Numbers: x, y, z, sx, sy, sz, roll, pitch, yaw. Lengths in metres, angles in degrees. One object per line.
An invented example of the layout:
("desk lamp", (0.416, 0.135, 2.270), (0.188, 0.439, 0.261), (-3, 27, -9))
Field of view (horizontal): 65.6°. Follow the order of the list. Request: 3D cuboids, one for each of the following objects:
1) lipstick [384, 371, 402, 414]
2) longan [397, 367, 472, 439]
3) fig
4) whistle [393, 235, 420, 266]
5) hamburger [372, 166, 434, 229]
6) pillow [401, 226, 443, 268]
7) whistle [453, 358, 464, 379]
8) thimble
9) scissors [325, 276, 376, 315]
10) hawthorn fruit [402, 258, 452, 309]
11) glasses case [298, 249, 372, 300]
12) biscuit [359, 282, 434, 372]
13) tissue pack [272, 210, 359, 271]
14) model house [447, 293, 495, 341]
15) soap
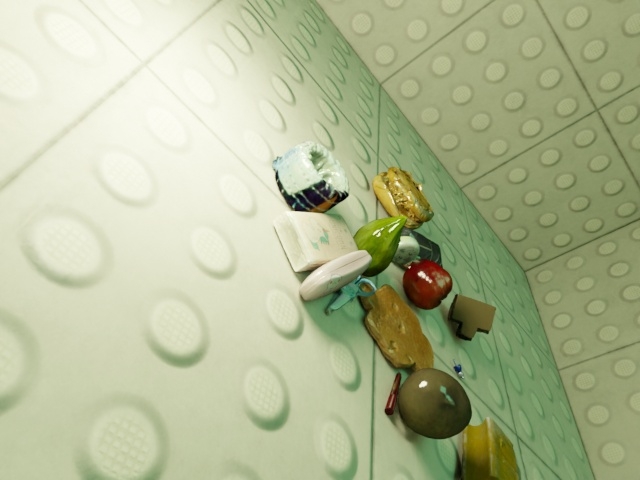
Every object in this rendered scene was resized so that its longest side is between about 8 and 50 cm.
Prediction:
("lipstick", (0.215, 0.443, 1.448), (0.027, 0.027, 0.176), (55, 26, -7))
("longan", (0.318, 0.462, 1.412), (0.220, 0.197, 0.196), (34, 35, -27))
("fig", (0.181, 0.005, 1.660), (0.167, 0.233, 0.167), (11, 22, -5))
("whistle", (0.342, 0.061, 1.960), (0.258, 0.126, 0.067), (51, 24, -43))
("hamburger", (0.370, -0.184, 2.186), (0.319, 0.158, 0.318), (38, 30, -26))
("pillow", (0.429, 0.043, 2.137), (0.335, 0.093, 0.161), (25, 44, -45))
("whistle", (0.532, 0.496, 1.916), (0.033, 0.029, 0.083), (133, -67, -80))
("thimble", (-0.029, -0.196, 1.559), (0.237, 0.150, 0.237), (39, 33, -31))
("scissors", (0.080, 0.157, 1.482), (0.125, 0.030, 0.256), (35, 31, 11))
("hawthorn fruit", (0.392, 0.158, 1.880), (0.202, 0.185, 0.185), (44, 25, 10))
("glasses case", (0.048, 0.095, 1.397), (0.075, 0.113, 0.297), (54, 34, 12))
("biscuit", (0.240, 0.287, 1.615), (0.376, 0.051, 0.269), (51, 31, -8))
("tissue pack", (0.000, 0.000, 1.490), (0.325, 0.071, 0.170), (-2, 62, -61))
("model house", (0.642, 0.348, 2.159), (0.248, 0.181, 0.176), (55, 54, -73))
("soap", (0.556, 0.755, 1.583), (0.259, 0.143, 0.281), (57, 22, -9))
